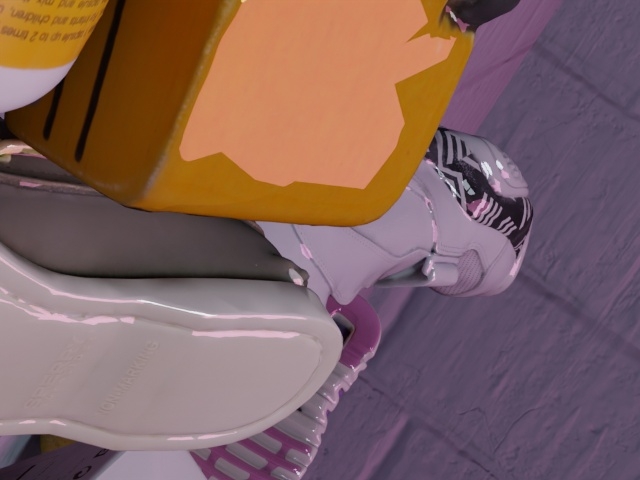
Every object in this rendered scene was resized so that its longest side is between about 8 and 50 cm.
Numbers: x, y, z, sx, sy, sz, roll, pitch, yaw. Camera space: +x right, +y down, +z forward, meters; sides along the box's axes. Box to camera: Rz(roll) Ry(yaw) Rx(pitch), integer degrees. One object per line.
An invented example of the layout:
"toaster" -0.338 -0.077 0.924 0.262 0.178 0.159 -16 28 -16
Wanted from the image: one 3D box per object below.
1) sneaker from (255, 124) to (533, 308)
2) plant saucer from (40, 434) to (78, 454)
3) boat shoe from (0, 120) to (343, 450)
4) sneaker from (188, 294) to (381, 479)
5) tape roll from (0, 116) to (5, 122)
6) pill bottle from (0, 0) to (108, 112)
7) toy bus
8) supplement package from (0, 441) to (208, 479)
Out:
"sneaker" 0.000 0.000 0.920 0.210 0.137 0.366 -64 146 -14
"plant saucer" -0.112 0.098 1.303 0.333 0.081 0.333 -54 172 -9
"boat shoe" -0.125 0.009 0.543 0.305 0.091 0.109 12 129 -44
"sneaker" -0.037 0.149 1.360 0.236 0.095 0.104 -52 179 -22
"tape roll" -0.186 0.048 0.697 0.219 0.072 0.219 -53 171 -12
"pill bottle" -0.097 -0.107 0.404 0.208 0.117 0.117 -57 172 20
"toy bus" 0.009 -0.170 0.477 0.108 0.130 0.333 5 108 -41
"supplement package" -0.171 0.231 0.762 0.293 0.177 0.175 -23 -165 40
